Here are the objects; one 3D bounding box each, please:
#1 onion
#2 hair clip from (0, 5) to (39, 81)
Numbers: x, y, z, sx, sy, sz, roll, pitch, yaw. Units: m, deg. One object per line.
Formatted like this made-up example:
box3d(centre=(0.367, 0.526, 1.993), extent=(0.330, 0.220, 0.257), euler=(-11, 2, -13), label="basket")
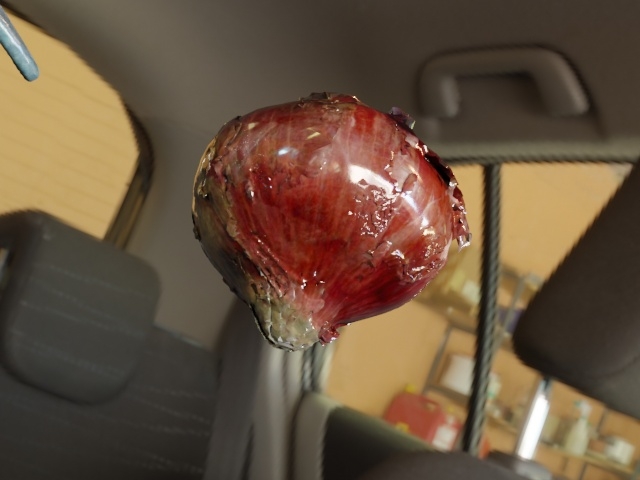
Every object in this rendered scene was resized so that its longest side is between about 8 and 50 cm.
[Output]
box3d(centre=(0.000, 0.000, 0.735), extent=(0.184, 0.147, 0.184), euler=(7, -28, 4), label="onion")
box3d(centre=(-0.469, -0.312, 1.092), extent=(0.318, 0.238, 0.392), euler=(45, -21, 62), label="hair clip")
